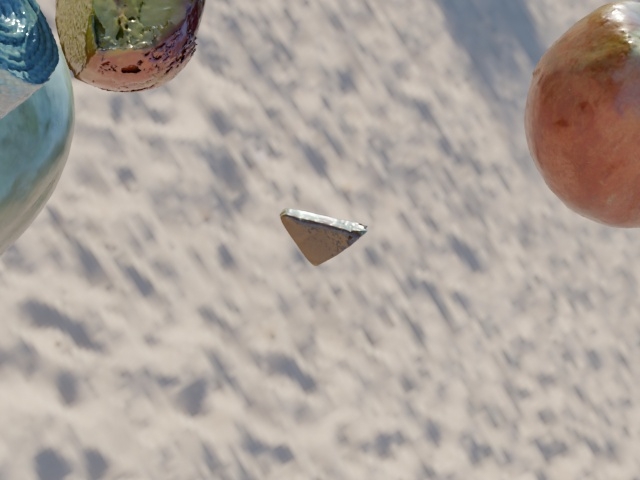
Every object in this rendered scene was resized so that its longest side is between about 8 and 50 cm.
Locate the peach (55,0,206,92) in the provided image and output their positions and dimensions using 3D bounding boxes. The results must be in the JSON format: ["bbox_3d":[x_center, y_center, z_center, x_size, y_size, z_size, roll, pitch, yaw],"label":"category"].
[{"bbox_3d":[-0.118,-0.162,1.140,0.092,0.127,0.172,-1,35,-21],"label":"peach"}]

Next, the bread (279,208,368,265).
[{"bbox_3d":[0.000,0.000,2.140,0.043,0.109,0.062,-79,179,-73],"label":"bread"}]

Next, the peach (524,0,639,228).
[{"bbox_3d":[0.310,-0.110,1.769,0.232,0.257,0.232,9,38,-7],"label":"peach"}]

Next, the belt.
[{"bbox_3d":[-0.237,-0.139,1.065,0.163,0.082,0.148,52,16,-21],"label":"belt"}]

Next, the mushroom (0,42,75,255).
[{"bbox_3d":[-0.377,-0.079,1.563,0.260,0.352,0.352,48,16,-2],"label":"mushroom"}]
